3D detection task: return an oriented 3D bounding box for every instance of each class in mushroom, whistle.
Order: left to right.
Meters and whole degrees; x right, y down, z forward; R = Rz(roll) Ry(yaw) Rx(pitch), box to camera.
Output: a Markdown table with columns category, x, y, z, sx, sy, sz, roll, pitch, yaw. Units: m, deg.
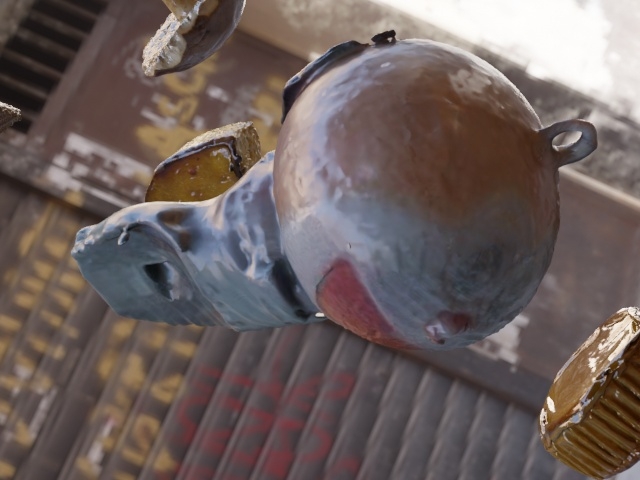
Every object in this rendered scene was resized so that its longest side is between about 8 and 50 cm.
| category | x | y | z | sx | sy | sz | roll | pitch | yaw |
| --- | --- | --- | --- | --- | --- | --- | --- | --- | --- |
| mushroom | -0.239 | -0.403 | 2.079 | 0.233 | 0.301 | 0.208 | -38 | -12 | 22 |
| whistle | 0.000 | 0.000 | 0.805 | 0.348 | 0.189 | 0.189 | -18 | 28 | 26 |

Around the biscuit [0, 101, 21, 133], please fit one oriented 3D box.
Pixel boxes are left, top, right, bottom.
| category | x | y | z | sx | sy | sz | roll | pitch | yaw |
| --- | --- | --- | --- | --- | --- | --- | --- | --- | --- |
| biscuit | -0.433 | -0.130 | 1.480 | 0.108 | 0.062 | 0.239 | -62 | -28 | 2 |

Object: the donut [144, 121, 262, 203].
| category | x | y | z | sx | sy | sz | roll | pitch | yaw |
| --- | --- | --- | --- | --- | --- | --- | --- | --- | --- |
| donut | -0.133 | -0.032 | 1.666 | 0.101 | 0.152 | 0.259 | -67 | -28 | -48 |

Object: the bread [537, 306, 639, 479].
| category | x | y | z | sx | sy | sz | roll | pitch | yaw |
| --- | --- | --- | --- | --- | --- | --- | --- | --- | --- |
| bread | 0.322 | 0.171 | 1.476 | 0.199 | 0.104 | 0.199 | -52 | 0 | 0 |
